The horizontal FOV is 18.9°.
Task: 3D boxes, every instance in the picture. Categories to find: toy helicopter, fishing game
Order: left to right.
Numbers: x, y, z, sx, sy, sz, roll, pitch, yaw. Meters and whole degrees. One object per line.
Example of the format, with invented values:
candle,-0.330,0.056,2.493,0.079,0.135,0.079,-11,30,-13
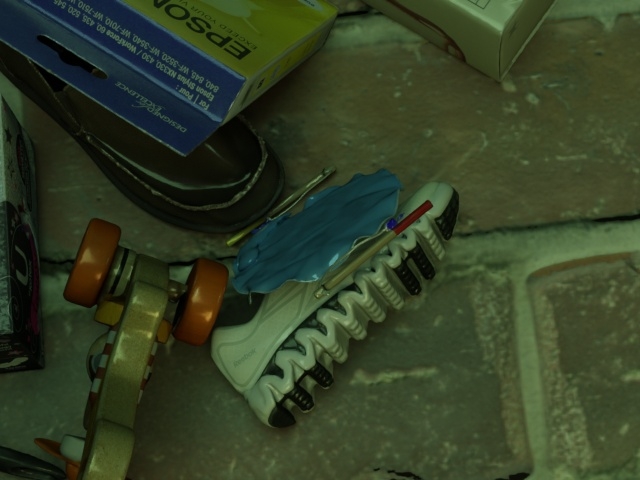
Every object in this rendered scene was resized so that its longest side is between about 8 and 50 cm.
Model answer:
toy helicopter,-0.192,0.151,1.723,0.140,0.355,0.235,21,112,-9
fishing game,0.000,0.000,1.795,0.189,0.264,0.041,-38,111,-14

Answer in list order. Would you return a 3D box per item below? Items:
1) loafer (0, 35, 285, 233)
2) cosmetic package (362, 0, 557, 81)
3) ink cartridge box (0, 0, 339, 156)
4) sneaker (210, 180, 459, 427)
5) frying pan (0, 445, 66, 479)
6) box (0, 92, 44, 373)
loafer,-0.198,-0.137,1.900,0.366,0.130,0.134,34,79,14
cosmetic package,0.097,-0.309,1.930,0.296,0.129,0.153,34,77,15
ink cartridge box,-0.175,-0.233,1.851,0.304,0.307,0.072,32,120,8
sneaker,0.015,0.040,1.845,0.292,0.110,0.118,-45,65,-9
frying pan,-0.409,0.153,1.801,0.326,0.197,0.053,3,57,5
box,-0.363,-0.001,1.867,0.163,0.142,0.247,-7,73,3
